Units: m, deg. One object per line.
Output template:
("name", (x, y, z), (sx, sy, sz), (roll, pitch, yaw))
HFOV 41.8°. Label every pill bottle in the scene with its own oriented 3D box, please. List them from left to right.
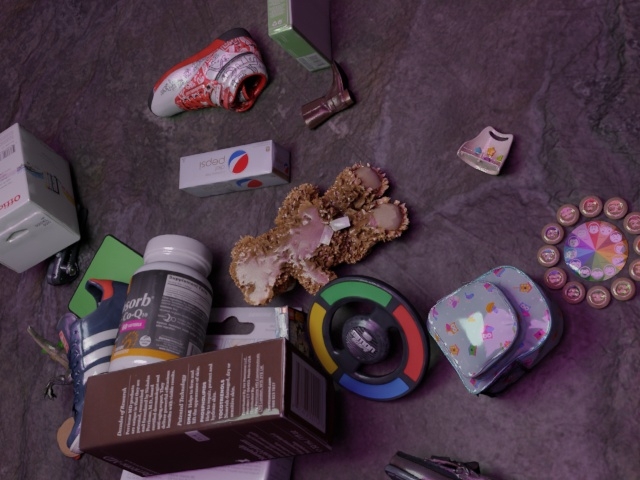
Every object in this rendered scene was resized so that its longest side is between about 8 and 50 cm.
("pill bottle", (-0.287, 0.140, 1.559), (0.162, 0.162, 0.279), (-10, 55, 25))

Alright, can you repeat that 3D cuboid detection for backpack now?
("backpack", (0.275, 0.131, 1.305), (0.188, 0.144, 0.166), (-37, 58, 11))

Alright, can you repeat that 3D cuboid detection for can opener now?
("can opener", (-0.548, 0.010, 1.814), (0.073, 0.059, 0.186), (12, 82, 16))

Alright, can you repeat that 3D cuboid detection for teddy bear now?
("teddy bear", (0.000, 0.000, 1.516), (0.245, 0.113, 0.338), (42, 91, 22))

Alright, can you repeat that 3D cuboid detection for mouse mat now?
("mouse mat", (-0.448, 0.096, 1.771), (0.152, 0.007, 0.190), (30, 91, 30))

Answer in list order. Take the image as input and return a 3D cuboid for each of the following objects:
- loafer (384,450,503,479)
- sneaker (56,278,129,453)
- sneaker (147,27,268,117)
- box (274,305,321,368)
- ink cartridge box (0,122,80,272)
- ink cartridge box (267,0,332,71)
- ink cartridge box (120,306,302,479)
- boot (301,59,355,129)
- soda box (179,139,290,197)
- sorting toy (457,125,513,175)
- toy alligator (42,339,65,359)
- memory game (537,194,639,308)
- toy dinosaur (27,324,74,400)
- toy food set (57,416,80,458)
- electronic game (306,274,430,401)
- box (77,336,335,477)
("loafer", (0.249, 0.388, 1.287), (0.302, 0.109, 0.095), (21, 68, 24))
("sneaker", (-0.445, 0.226, 1.593), (0.131, 0.148, 0.350), (-50, 23, 50))
("sneaker", (-0.230, -0.304, 1.710), (0.270, 0.090, 0.145), (-34, 61, 13))
("box", (-0.037, 0.171, 1.459), (0.027, 0.137, 0.094), (-10, 73, 22))
("ink cartridge box", (-0.638, -0.087, 1.774), (0.171, 0.168, 0.233), (-29, 54, 11))
("ink cartridge box", (-0.038, -0.466, 1.604), (0.056, 0.171, 0.235), (-11, 72, 25))
("ink cartridge box", (-0.186, 0.315, 1.553), (0.308, 0.091, 0.385), (-3, 59, 28))
("boot", (0.002, -0.279, 1.616), (0.114, 0.037, 0.106), (-29, 63, 24))
("soda box", (-0.169, -0.138, 1.645), (0.216, 0.074, 0.069), (-8, 73, 26))
("sorting toy", (0.291, -0.156, 1.429), (0.083, 0.045, 0.075), (28, 84, 31))
("toy alligator", (-0.496, 0.221, 1.741), (0.189, 0.056, 0.051), (-18, 111, 21))
("memory game", (0.435, 0.016, 1.323), (0.186, 0.012, 0.186), (-7, 74, 26))
("toy dinosaur", (-0.492, 0.278, 1.693), (0.268, 0.064, 0.118), (24, 90, 6))
("toy food set", (-0.504, 0.403, 1.712), (0.083, 0.020, 0.083), (-42, 62, 12))
("electronic game", (0.077, 0.165, 1.399), (0.229, 0.048, 0.229), (13, 116, 28))
("box", (-0.187, 0.285, 1.391), (0.381, 0.191, 0.143), (-13, 57, 22))
